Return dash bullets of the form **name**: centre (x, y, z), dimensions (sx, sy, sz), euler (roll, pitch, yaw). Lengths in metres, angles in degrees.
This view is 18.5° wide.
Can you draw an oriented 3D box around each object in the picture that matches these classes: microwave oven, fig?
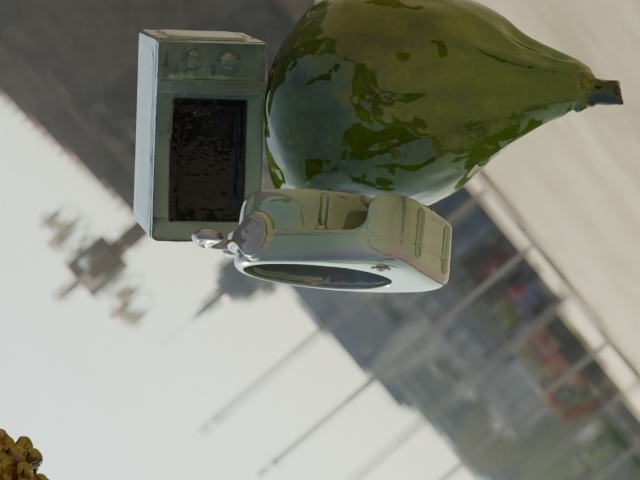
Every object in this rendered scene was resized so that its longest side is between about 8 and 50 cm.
- **microwave oven**: centre (-0.124, -0.112, 2.056), dimensions (0.162, 0.122, 0.208), euler (-140, 51, -74)
- **fig**: centre (0.100, -0.130, 1.836), dimensions (0.233, 0.314, 0.233), euler (173, 90, -83)

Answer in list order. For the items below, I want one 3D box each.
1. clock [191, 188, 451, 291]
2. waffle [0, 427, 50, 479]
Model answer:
- **clock**: centre (0.000, 0.000, 1.557), dimensions (0.151, 0.191, 0.062), euler (28, -115, -68)
- **waffle**: centre (-0.282, 0.252, 1.646), dimensions (0.070, 0.193, 0.197), euler (8, -151, -28)
